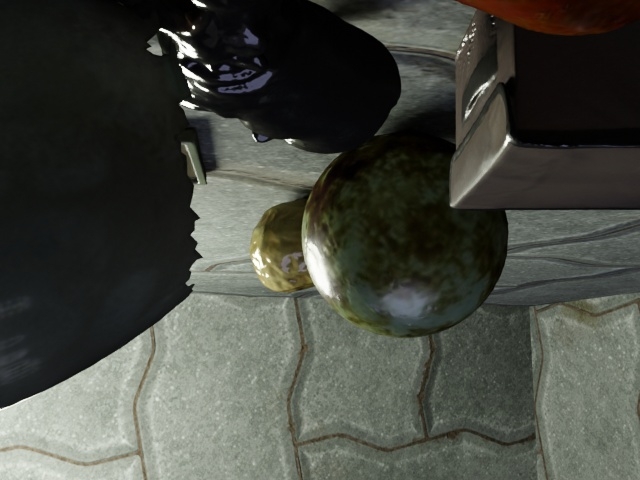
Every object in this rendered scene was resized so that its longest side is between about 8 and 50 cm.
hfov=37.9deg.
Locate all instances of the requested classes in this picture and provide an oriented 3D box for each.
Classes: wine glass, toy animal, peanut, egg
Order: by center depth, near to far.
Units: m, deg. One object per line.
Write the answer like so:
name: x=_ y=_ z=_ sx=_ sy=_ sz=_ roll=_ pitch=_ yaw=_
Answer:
wine glass: x=-0.233 y=-0.016 z=0.449 sx=0.323 sy=0.238 sz=0.238 roll=-16 pitch=178 yaw=-26
toy animal: x=-0.055 y=-0.137 z=0.651 sx=0.168 sy=0.106 sz=0.343 roll=5 pitch=175 yaw=20
egg: x=0.094 y=-0.010 z=1.098 sx=0.238 sy=0.238 sz=0.289 roll=1 pitch=-169 yaw=-10
peanut: x=-0.009 y=0.001 z=1.428 sx=0.291 sy=0.143 sz=0.159 roll=-12 pitch=176 yaw=41

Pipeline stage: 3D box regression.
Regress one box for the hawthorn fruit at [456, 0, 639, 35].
hawthorn fruit: x=0.070 y=-0.172 z=0.411 sx=0.203 sy=0.163 sz=0.162 roll=20 pitch=-175 yaw=36

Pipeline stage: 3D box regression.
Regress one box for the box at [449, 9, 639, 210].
box: x=0.205 y=-0.114 z=0.706 sx=0.188 sy=0.153 sz=0.252 roll=1 pitch=171 yaw=2

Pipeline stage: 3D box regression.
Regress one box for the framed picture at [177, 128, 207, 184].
framed picture: x=-0.308 y=-0.100 z=1.159 sx=0.324 sy=0.020 sz=0.240 roll=-1 pitch=171 yaw=-3
